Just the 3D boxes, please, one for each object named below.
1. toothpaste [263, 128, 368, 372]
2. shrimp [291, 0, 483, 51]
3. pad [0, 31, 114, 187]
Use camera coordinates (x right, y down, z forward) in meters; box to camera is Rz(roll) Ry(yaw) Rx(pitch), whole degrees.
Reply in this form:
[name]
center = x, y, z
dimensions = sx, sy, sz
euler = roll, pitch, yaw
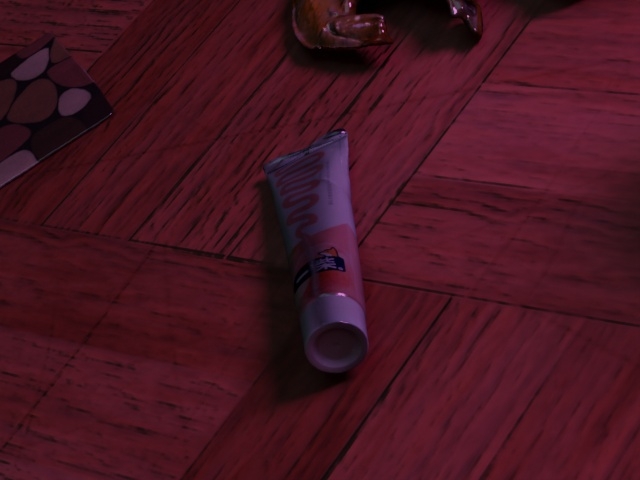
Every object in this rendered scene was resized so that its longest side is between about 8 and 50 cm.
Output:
[toothpaste]
center = 0.000, 0.000, 1.088
dimensions = 0.056, 0.036, 0.205
euler = -24, 32, 9
[shrimp]
center = 0.047, -0.165, 1.259
dimensions = 0.132, 0.052, 0.187
euler = -54, 33, 0
[pad]
center = -0.264, -0.057, 1.360
dimensions = 0.235, 0.003, 0.158
euler = -33, 36, -7
